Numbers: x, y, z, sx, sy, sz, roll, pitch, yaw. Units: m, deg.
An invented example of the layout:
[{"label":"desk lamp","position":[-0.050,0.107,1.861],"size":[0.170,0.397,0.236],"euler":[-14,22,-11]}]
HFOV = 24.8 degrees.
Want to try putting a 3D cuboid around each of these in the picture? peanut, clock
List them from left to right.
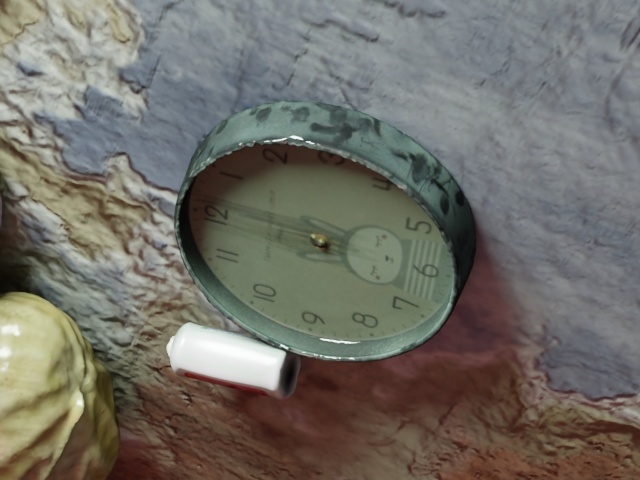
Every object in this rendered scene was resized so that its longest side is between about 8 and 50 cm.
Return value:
[{"label":"peanut","position":[-0.263,0.168,1.206],"size":[0.174,0.158,0.340],"euler":[-3,149,-28]},{"label":"clock","position":[0.000,0.000,1.021],"size":[0.215,0.042,0.215],"euler":[11,135,12]}]

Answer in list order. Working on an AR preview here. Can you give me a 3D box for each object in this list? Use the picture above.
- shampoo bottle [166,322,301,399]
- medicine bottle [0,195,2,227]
[{"label":"shampoo bottle","position":[-0.070,0.092,1.120],"size":[0.099,0.043,0.072],"euler":[11,173,12]},{"label":"medicine bottle","position":[-0.386,0.032,1.017],"size":[0.241,0.302,0.241],"euler":[11,134,11]}]
